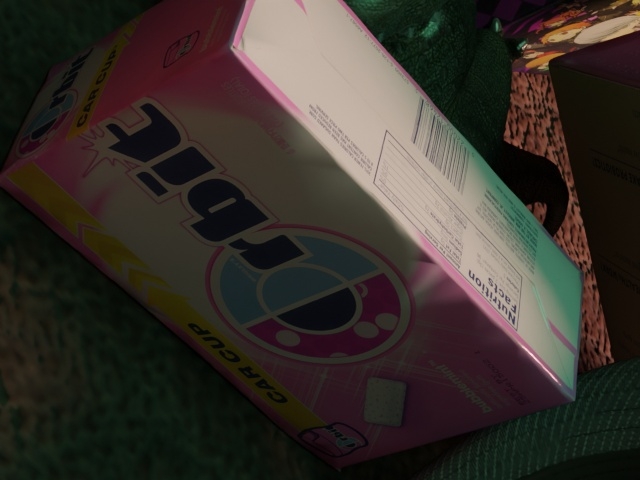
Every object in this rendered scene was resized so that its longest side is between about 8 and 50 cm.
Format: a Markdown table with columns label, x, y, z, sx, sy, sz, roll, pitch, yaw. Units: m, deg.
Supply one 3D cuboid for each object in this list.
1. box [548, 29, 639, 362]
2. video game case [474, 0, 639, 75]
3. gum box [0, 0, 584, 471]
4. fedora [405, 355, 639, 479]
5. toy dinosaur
| label | x | y | z | sx | sy | sz | roll | pitch | yaw |
| --- | --- | --- | --- | --- | --- | --- | --- | --- | --- |
| box | 0.212 | 0.031 | 0.562 | 0.213 | 0.117 | 0.243 | -128 | -158 | -73 |
| video game case | 0.200 | -0.148 | 0.687 | 0.210 | 0.232 | 0.041 | -4 | 75 | -54 |
| gum box | 0.000 | 0.000 | 0.446 | 0.188 | 0.107 | 0.062 | 44 | 41 | -28 |
| fedora | 0.106 | 0.177 | 0.408 | 0.275 | 0.244 | 0.124 | -45 | 137 | -31 |
| toy dinosaur | 0.037 | -0.085 | 0.559 | 0.313 | 0.121 | 0.160 | 76 | 26 | -45 |
